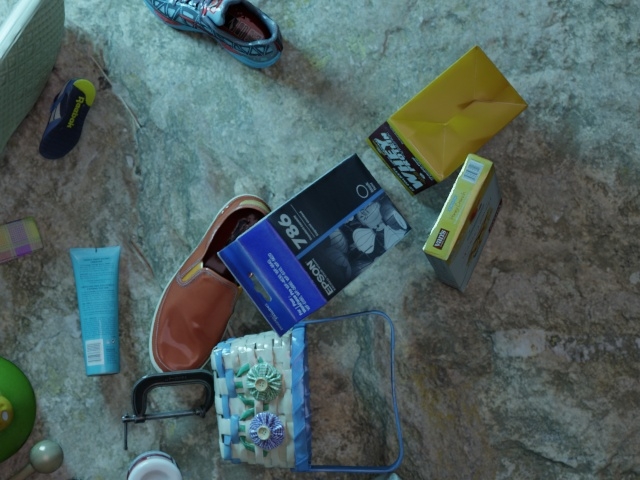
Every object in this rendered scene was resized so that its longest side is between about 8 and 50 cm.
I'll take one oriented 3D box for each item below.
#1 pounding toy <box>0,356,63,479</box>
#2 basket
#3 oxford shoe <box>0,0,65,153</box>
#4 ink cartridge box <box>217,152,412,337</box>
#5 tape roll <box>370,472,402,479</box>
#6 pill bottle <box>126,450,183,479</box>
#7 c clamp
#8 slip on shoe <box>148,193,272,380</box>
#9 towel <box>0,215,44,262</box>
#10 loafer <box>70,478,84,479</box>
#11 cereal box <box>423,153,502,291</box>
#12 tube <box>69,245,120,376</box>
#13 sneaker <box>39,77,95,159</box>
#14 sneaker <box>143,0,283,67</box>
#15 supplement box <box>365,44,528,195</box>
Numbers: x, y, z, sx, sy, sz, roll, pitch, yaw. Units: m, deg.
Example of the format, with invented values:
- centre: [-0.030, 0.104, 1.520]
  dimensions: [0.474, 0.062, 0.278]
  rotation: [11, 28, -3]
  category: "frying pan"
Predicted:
- centre: [-0.521, 0.287, 1.779]
  dimensions: [0.183, 0.110, 0.237]
  rotation: [-31, 91, -10]
  category: "pounding toy"
- centre: [-0.020, 0.248, 1.813]
  dimensions: [0.289, 0.201, 0.254]
  rotation: [-6, 92, -3]
  category: "basket"
- centre: [-0.542, -0.211, 1.797]
  dimensions: [0.130, 0.169, 0.449]
  rotation: [25, 82, 16]
  category: "oxford shoe"
- centre: [0.000, 0.000, 1.819]
  dimensions: [0.165, 0.065, 0.333]
  rotation: [53, 46, -3]
  category: "ink cartridge box"
- centre: [0.094, 0.507, 1.793]
  dimensions: [0.169, 0.246, 0.246]
  rotation: [44, 81, -3]
  category: "tape roll"
- centre: [-0.257, 0.372, 1.793]
  dimensions: [0.086, 0.152, 0.086]
  rotation: [1, 86, -9]
  category: "pill bottle"
- centre: [-0.242, 0.263, 1.851]
  dimensions: [0.161, 0.022, 0.137]
  rotation: [-8, 120, -14]
  category: "c clamp"
- centre: [-0.175, 0.074, 1.854]
  dimensions: [0.123, 0.101, 0.331]
  rotation: [30, 85, -9]
  category: "slip on shoe"
- centre: [-0.492, -0.001, 1.855]
  dimensions: [0.083, 0.009, 0.060]
  rotation: [-19, 88, -11]
  category: "towel"
- centre: [-0.437, 0.463, 1.794]
  dimensions: [0.220, 0.078, 0.080]
  rotation: [-44, 93, -9]
  category: "loafer"
- centre: [0.234, -0.023, 1.860]
  dimensions: [0.047, 0.240, 0.173]
  rotation: [23, 83, 18]
  category: "cereal box"
- centre: [-0.355, 0.112, 1.852]
  dimensions: [0.080, 0.052, 0.207]
  rotation: [-3, 81, -14]
  category: "tube"
- centre: [-0.411, -0.198, 1.865]
  dimensions: [0.053, 0.059, 0.144]
  rotation: [24, 99, -37]
  category: "sneaker"
- centre: [-0.171, -0.381, 1.875]
  dimensions: [0.262, 0.125, 0.104]
  rotation: [26, 82, -6]
  category: "sneaker"
- centre: [0.200, -0.190, 1.885]
  dimensions: [0.191, 0.194, 0.129]
  rotation: [-41, 92, -10]
  category: "supplement box"
